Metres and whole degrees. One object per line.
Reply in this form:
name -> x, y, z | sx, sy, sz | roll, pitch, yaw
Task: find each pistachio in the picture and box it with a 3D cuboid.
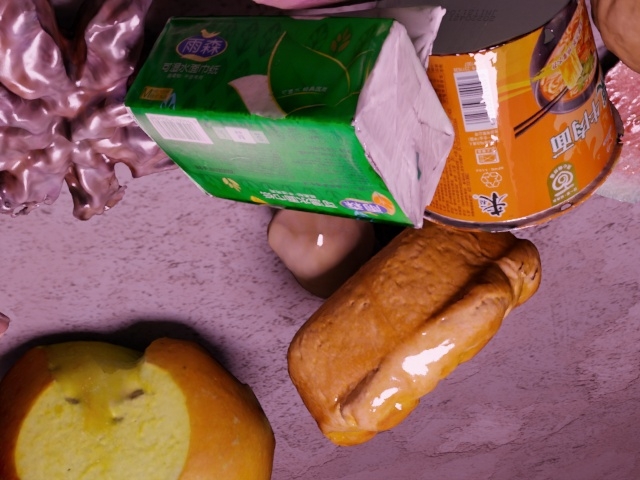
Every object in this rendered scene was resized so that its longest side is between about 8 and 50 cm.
pistachio -> 0.000, 0.000, 0.965 | 0.124, 0.124, 0.185 | -11, 145, -7

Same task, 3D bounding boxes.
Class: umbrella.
umbrella -> 0.127, -0.040, 1.029 | 0.144, 0.040, 0.037 | -34, 148, 29

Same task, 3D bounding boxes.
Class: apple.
apple -> -0.249, 0.285, 1.120 | 0.374, 0.374, 0.384 | -27, 104, 15

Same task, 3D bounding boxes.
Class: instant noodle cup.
instant noodle cup -> 0.152, -0.150, 0.753 | 0.230, 0.230, 0.182 | -20, 134, 6

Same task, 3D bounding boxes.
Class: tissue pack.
tissue pack -> -0.011, -0.116, 0.653 | 0.209, 0.156, 0.148 | 9, 153, 31

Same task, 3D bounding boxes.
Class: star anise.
star anise -> -0.227, -0.122, 0.723 | 0.332, 0.117, 0.331 | -15, 144, -11

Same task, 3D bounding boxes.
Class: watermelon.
watermelon -> 0.351, -0.166, 0.920 | 0.154, 0.094, 0.241 | 12, 136, -19

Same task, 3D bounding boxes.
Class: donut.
donut -> 0.102, 0.094, 0.955 | 0.317, 0.150, 0.299 | -35, 167, -39

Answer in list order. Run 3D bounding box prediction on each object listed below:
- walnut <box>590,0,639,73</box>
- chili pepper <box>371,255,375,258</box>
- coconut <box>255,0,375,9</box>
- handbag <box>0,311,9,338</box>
walnut -> 0.330, -0.242, 0.697 | 0.228, 0.228, 0.228 | -10, 144, -7
chili pepper -> 0.094, 0.043, 1.111 | 0.191, 0.059, 0.050 | -8, 140, -5
coconut -> 0.016, -0.257, 0.560 | 0.236, 0.204, 0.236 | -15, 137, -14
handbag -> -0.458, 0.060, 0.830 | 0.193, 0.190, 0.251 | -31, 150, 10
